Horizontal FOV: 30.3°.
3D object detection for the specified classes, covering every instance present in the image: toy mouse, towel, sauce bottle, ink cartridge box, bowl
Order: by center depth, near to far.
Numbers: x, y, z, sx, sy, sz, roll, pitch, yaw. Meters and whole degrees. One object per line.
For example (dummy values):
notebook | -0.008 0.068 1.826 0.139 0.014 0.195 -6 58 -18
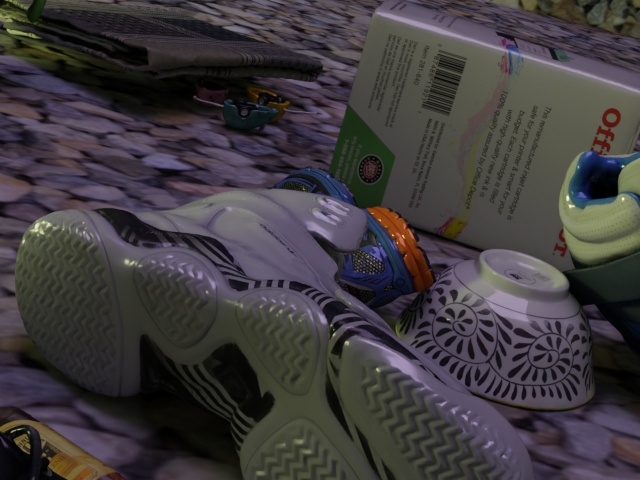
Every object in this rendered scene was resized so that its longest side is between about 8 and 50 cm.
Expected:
sauce bottle | -0.158 0.117 0.633 0.128 0.042 0.042 24 22 26
bowl | 0.152 0.058 0.949 0.170 0.080 0.170 14 22 -6
ink cartridge box | 0.167 -0.106 1.202 0.278 0.201 0.117 18 21 7
toy mouse | -0.104 -0.157 1.380 0.161 0.031 0.143 26 23 27
towel | -0.208 -0.243 1.470 0.312 0.056 0.324 24 18 34

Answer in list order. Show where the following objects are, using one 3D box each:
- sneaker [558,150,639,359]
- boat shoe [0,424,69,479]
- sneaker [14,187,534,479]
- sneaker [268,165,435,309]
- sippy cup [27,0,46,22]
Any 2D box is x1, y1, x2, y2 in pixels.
sneaker | 0.306 0.036 0.884 0.323 0.130 0.236 33 -18 54
boat shoe | -0.175 0.120 0.508 0.340 0.113 0.127 15 20 -3
sneaker | -0.001 0.059 0.751 0.366 0.137 0.210 24 25 29
sneaker | 0.000 0.000 0.988 0.087 0.083 0.221 -30 26 -19
sippy cup | -0.448 -0.291 1.203 0.306 0.224 0.240 21 21 14
